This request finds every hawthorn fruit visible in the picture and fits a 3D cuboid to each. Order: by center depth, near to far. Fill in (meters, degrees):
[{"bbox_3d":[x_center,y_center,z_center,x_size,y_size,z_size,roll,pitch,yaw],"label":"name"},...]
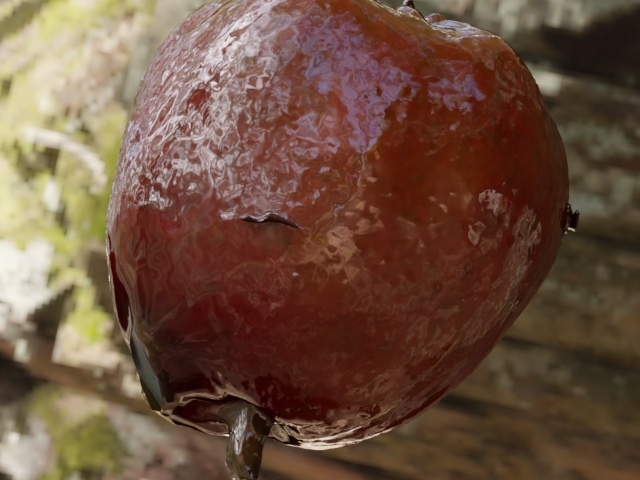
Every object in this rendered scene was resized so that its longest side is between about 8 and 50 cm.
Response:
[{"bbox_3d":[0.000,0.000,0.787,0.185,0.202,0.185,20,-19,7],"label":"hawthorn fruit"}]
